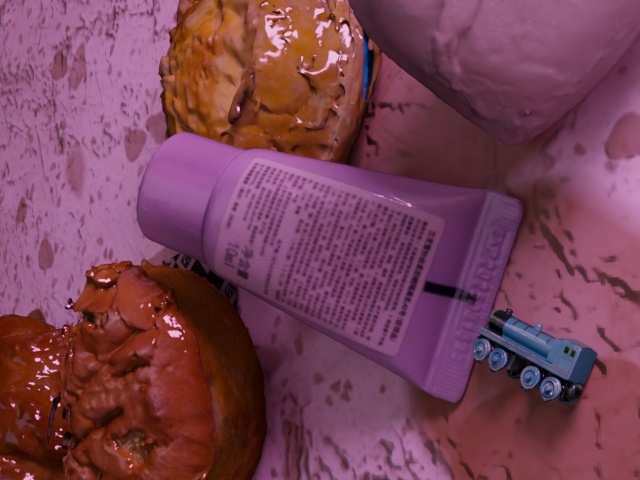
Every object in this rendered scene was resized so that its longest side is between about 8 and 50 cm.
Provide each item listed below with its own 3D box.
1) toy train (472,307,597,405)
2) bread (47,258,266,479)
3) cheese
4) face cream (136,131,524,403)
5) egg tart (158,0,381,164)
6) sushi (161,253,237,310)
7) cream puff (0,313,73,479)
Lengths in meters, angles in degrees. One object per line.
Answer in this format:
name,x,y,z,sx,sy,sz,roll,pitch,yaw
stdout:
toy train,0.137,0.075,0.710,0.092,0.029,0.045,29,98,49
bread,-0.122,0.149,0.898,0.147,0.160,0.261,4,91,30
cheese,0.112,-0.180,0.679,0.198,0.189,0.154,-56,14,26
face cream,0.000,0.000,0.797,0.274,0.096,0.154,21,99,20
egg tart,-0.063,-0.137,0.921,0.291,0.107,0.291,-10,77,48
sushi,-0.124,0.061,1.017,0.120,0.026,0.126,-26,64,45
cream puff,-0.311,0.203,1.114,0.241,0.155,0.269,-57,44,25
